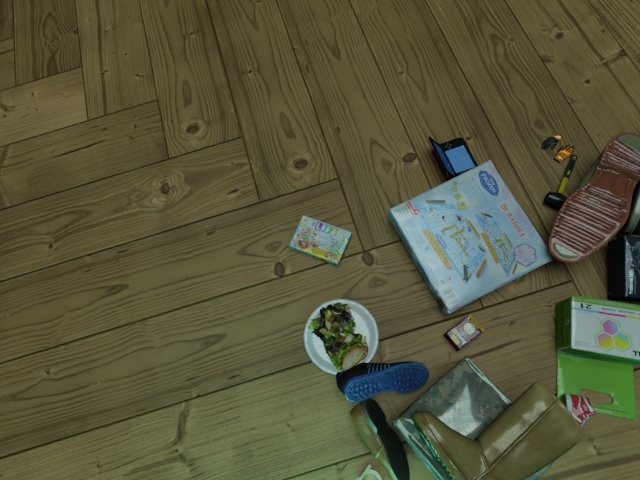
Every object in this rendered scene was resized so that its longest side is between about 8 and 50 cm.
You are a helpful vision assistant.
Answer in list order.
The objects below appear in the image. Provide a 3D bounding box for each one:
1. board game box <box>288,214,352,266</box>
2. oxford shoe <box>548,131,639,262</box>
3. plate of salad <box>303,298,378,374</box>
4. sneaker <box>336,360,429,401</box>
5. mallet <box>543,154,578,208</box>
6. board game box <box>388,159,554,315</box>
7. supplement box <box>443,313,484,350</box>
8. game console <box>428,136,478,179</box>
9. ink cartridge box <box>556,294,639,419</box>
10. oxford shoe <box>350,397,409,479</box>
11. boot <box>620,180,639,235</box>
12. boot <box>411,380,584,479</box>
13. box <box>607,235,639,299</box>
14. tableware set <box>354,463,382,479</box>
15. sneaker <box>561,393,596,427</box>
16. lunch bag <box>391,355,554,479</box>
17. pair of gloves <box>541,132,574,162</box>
[{"bbox_3d":[0.000,0.000,1.300,0.154,0.026,0.103,19,72,13],"label":"board game box"},{"bbox_3d":[0.726,-0.092,1.193,0.140,0.146,0.397,37,81,19],"label":"oxford shoe"},{"bbox_3d":[0.053,0.249,1.188,0.200,0.048,0.200,-2,69,6],"label":"plate of salad"},{"bbox_3d":[0.151,0.335,1.128,0.232,0.090,0.081,-4,101,-19],"label":"sneaker"},{"bbox_3d":[0.706,-0.166,1.289,0.062,0.039,0.189,33,72,16],"label":"mallet"},{"bbox_3d":[0.398,-0.011,1.225,0.318,0.066,0.318,-26,76,-4],"label":"board game box"},{"bbox_3d":[0.368,0.236,1.162,0.083,0.043,0.055,-36,71,-7],"label":"supplement box"},{"bbox_3d":[0.394,-0.246,1.323,0.124,0.085,0.144,-19,69,-1],"label":"game console"},{"bbox_3d":[0.681,0.279,1.085,0.189,0.097,0.255,8,70,8],"label":"ink cartridge box"},{"bbox_3d":[0.142,0.489,1.085,0.076,0.076,0.212,-37,74,32],"label":"oxford shoe"},{"bbox_3d":[0.982,-0.117,1.162,0.284,0.138,0.377,31,65,27],"label":"boot"},{"bbox_3d":[0.352,0.377,0.917,0.269,0.089,0.236,-34,81,-11],"label":"boot"},{"bbox_3d":[0.825,0.076,1.137,0.158,0.093,0.156,4,80,9],"label":"box"},{"bbox_3d":[0.119,0.621,1.053,0.169,0.020,0.141,42,79,18],"label":"tableware set"},{"bbox_3d":[0.606,0.423,1.058,0.067,0.042,0.118,1,82,9],"label":"sneaker"},{"bbox_3d":[0.343,0.450,1.017,0.235,0.169,0.287,-38,65,-10],"label":"lunch bag"},{"bbox_3d":[0.705,-0.277,1.342,0.074,0.010,0.083,-36,69,-8],"label":"pair of gloves"}]
